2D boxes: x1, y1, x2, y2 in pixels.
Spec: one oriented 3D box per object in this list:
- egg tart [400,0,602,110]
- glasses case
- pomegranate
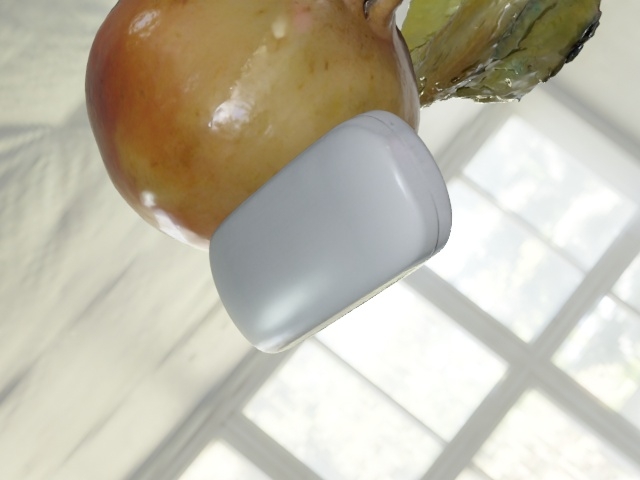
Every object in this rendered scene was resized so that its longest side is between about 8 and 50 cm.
[{"bbox_3d":[0.176,-0.229,1.469,0.315,0.120,0.315,-53,16,22],"label":"egg tart"},{"bbox_3d":[0.000,0.000,0.791,0.049,0.074,0.193,-23,-8,-31],"label":"glasses case"},{"bbox_3d":[-0.038,-0.082,0.971,0.209,0.209,0.209,-49,-12,-14],"label":"pomegranate"}]
